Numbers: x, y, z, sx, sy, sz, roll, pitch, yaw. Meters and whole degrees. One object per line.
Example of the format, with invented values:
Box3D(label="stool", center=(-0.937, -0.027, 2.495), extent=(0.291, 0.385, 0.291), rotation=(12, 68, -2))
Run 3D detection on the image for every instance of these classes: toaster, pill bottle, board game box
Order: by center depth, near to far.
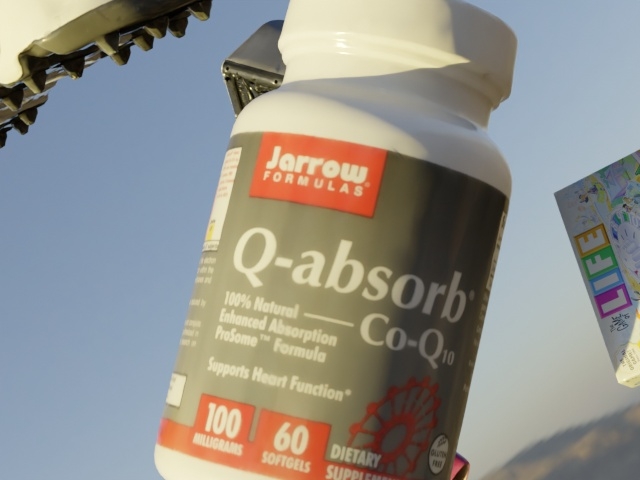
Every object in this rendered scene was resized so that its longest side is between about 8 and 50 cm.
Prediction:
Box3D(label="board game box", center=(0.237, 0.013, 0.975), extent=(0.103, 0.154, 0.026), rotation=(-29, -28, 28))
Box3D(label="pill bottle", center=(0.020, 0.013, 0.986), extent=(0.210, 0.210, 0.363), rotation=(42, -120, -77))
Box3D(label="toaster", center=(-0.010, -0.163, 1.664), extent=(0.110, 0.185, 0.168), rotation=(-54, -33, -30))

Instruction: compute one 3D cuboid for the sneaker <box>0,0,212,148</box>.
Box3D(label="sneaker", center=(-0.126, -0.077, 0.422), extent=(0.078, 0.106, 0.234), rotation=(-30, 7, -41))

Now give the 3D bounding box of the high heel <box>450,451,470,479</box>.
Box3D(label="high heel", center=(0.123, 0.345, 1.553), extent=(0.082, 0.244, 0.117), rotation=(-4, 7, -44))
